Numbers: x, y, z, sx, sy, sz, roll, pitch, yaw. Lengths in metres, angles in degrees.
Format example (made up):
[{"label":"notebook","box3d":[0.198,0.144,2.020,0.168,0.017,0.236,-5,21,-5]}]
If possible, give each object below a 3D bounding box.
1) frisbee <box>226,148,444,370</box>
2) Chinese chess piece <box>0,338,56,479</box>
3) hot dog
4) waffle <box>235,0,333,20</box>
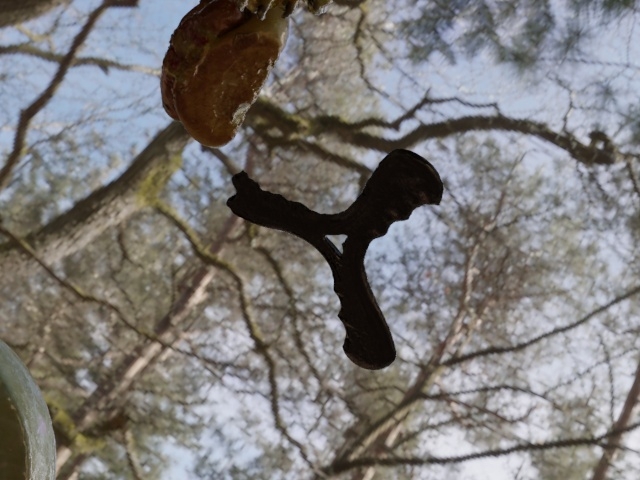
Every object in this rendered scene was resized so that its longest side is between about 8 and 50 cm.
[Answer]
[{"label":"frisbee","box3d":[0.000,0.000,0.773,0.187,0.012,0.211,23,-53,23]},{"label":"Chinese chess piece","box3d":[-0.455,0.238,1.009,0.349,0.349,0.146,38,-11,0]},{"label":"hot dog","box3d":[-0.162,-0.275,1.484,0.153,0.150,0.256,21,-55,-20]},{"label":"waffle","box3d":[-0.013,-0.390,1.067,0.062,0.329,0.329,49,-28,30]}]
